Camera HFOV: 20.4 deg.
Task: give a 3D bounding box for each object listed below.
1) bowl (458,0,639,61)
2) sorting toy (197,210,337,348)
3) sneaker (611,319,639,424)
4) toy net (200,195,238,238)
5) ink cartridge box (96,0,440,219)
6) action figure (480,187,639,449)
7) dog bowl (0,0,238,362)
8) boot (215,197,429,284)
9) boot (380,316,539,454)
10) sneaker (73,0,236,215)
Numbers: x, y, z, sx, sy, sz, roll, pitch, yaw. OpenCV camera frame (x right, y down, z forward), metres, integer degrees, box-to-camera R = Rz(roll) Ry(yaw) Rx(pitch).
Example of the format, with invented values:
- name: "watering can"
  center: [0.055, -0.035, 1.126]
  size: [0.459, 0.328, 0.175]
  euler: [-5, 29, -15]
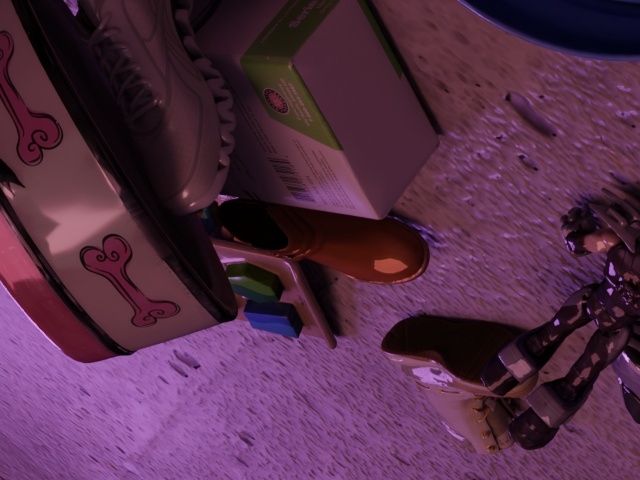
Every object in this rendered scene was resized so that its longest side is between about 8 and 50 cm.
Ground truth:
- name: "bowl"
  center: [0.167, -0.302, 1.119]
  size: [0.391, 0.077, 0.391]
  euler: [25, 136, 27]
- name: "sorting toy"
  center: [-0.113, 0.033, 2.020]
  size: [0.229, 0.041, 0.307]
  euler: [16, 158, 21]
- name: "sneaker"
  center: [0.375, 0.170, 1.720]
  size: [0.229, 0.086, 0.132]
  euler: [43, 159, 10]
- name: "toy net"
  center: [-0.124, -0.055, 1.978]
  size: [0.122, 0.045, 0.232]
  euler: [49, 149, -19]
- name: "ink cartridge box"
  center: [-0.054, -0.137, 1.681]
  size: [0.273, 0.115, 0.198]
  euler: [10, 143, 43]
- name: "action figure"
  center: [0.260, 0.065, 1.619]
  size: [0.185, 0.099, 0.285]
  euler: [56, 130, 19]
- name: "dog bowl"
  center: [-0.242, -0.065, 1.662]
  size: [0.408, 0.150, 0.408]
  euler: [59, -178, -3]
- name: "boot"
  center: [0.000, 0.000, 1.790]
  size: [0.197, 0.073, 0.152]
  euler: [13, -177, 21]
- name: "boot"
  center: [0.179, 0.167, 1.934]
  size: [0.213, 0.077, 0.165]
  euler: [10, 143, 49]
- name: "sneaker"
  center: [-0.157, -0.159, 1.553]
  size: [0.110, 0.292, 0.118]
  euler: [-26, 160, 37]
